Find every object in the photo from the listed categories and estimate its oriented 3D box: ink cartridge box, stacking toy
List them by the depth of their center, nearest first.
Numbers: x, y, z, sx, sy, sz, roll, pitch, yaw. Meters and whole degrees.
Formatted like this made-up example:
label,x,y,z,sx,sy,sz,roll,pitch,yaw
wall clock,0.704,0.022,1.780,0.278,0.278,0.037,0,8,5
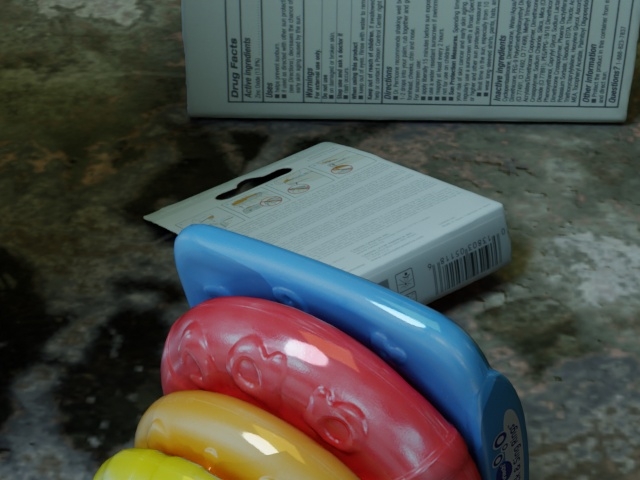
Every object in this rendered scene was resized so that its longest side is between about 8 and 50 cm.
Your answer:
label,x,y,z,sx,sy,sz,roll,pitch,yaw
stacking toy,-0.057,0.154,0.608,0.165,0.175,0.302,21,54,29
ink cartridge box,0.000,0.000,0.890,0.145,0.045,0.179,-24,26,-28

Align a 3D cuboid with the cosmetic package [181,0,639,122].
label,x,y,z,sx,sy,sz,roll,pitch,yaw
cosmetic package,0.059,-0.173,1.010,0.296,0.153,0.129,2,36,-1
